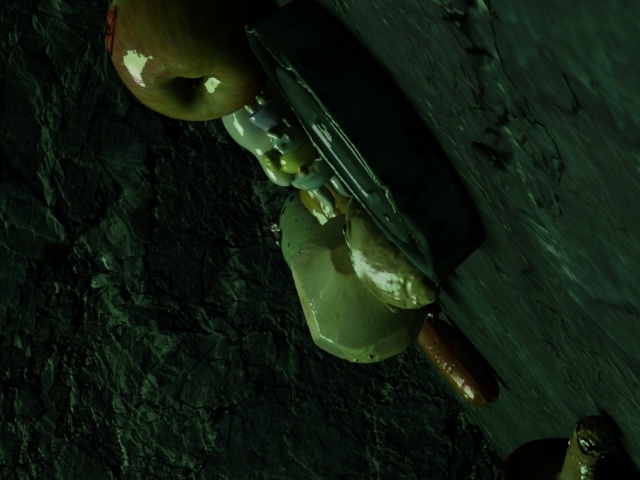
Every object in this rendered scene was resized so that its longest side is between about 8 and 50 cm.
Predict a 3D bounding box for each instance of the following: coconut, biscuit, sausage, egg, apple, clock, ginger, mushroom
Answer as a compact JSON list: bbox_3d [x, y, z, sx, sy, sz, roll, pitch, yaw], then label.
[{"bbox_3d":[0.064,0.070,1.557,0.237,0.197,0.237,-14,-90,-87],"label":"coconut"},{"bbox_3d":[0.019,-0.074,1.769,0.213,0.091,0.274,52,-179,-45],"label":"biscuit"},{"bbox_3d":[0.246,0.218,1.830,0.197,0.076,0.076,52,178,36],"label":"sausage"},{"bbox_3d":[0.004,-0.010,2.005,0.228,0.177,0.177,59,-179,23],"label":"egg"},{"bbox_3d":[-0.158,-0.247,1.240,0.209,0.209,0.164,56,-161,-59],"label":"apple"},{"bbox_3d":[0.042,-0.100,1.039,0.325,0.067,0.325,53,179,2],"label":"clock"},{"bbox_3d":[0.103,0.007,1.409,0.193,0.115,0.122,61,155,-12],"label":"ginger"},{"bbox_3d":[0.291,0.255,1.140,0.227,0.148,0.218,37,149,47],"label":"mushroom"}]

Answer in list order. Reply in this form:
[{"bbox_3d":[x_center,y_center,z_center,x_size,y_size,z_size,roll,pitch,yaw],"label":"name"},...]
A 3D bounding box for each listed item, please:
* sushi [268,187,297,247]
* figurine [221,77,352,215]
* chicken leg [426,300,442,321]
[{"bbox_3d":[0.000,0.000,2.240,0.236,0.171,0.270,51,179,8],"label":"sushi"},{"bbox_3d":[-0.032,-0.136,1.534,0.235,0.127,0.155,48,169,-11],"label":"figurine"},{"bbox_3d":[0.148,0.068,1.851,0.219,0.048,0.089,51,175,33],"label":"chicken leg"}]
